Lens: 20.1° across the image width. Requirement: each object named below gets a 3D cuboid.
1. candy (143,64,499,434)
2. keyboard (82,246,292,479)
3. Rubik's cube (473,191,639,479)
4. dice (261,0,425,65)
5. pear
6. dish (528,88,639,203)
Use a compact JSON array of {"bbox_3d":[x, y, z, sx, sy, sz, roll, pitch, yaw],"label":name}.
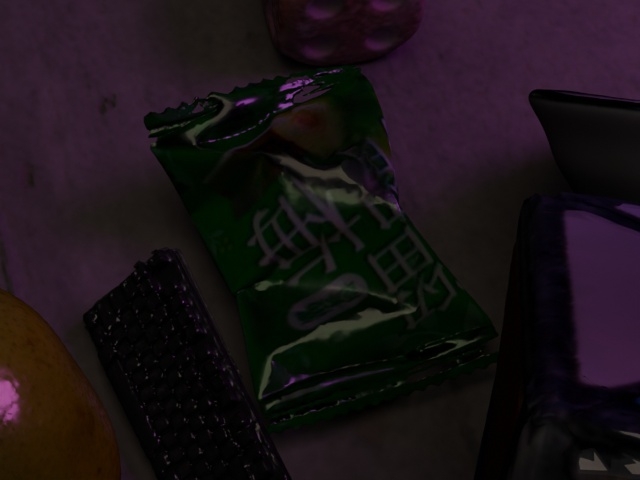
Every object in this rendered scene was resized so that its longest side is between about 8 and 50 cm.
[{"bbox_3d":[0.001,0.000,1.021,0.141,0.078,0.203,-22,76,-4],"label":"candy"},{"bbox_3d":[-0.061,0.111,0.962,0.072,0.023,0.231,-37,63,16],"label":"keyboard"},{"bbox_3d":[0.209,0.166,0.737,0.310,0.305,0.307,10,15,2],"label":"Rubik's cube"},{"bbox_3d":[0.011,-0.169,1.110,0.093,0.091,0.094,-8,59,-8],"label":"dice"},{"bbox_3d":[-0.187,0.092,0.905,0.166,0.180,0.216,-30,35,18],"label":"pear"},{"bbox_3d":[0.259,-0.009,0.966,0.317,0.316,0.106,11,95,3],"label":"dish"}]
